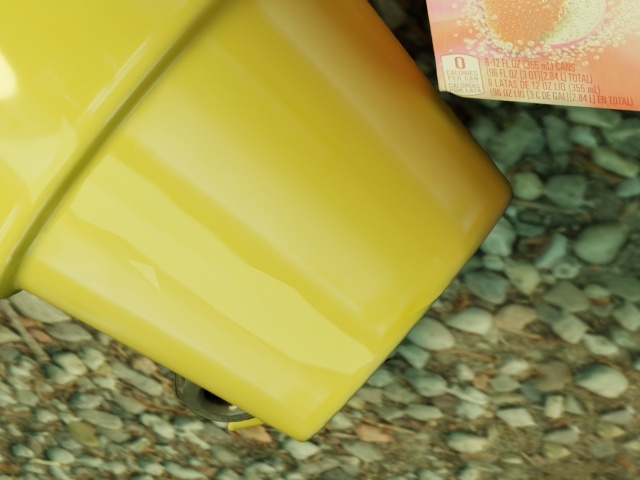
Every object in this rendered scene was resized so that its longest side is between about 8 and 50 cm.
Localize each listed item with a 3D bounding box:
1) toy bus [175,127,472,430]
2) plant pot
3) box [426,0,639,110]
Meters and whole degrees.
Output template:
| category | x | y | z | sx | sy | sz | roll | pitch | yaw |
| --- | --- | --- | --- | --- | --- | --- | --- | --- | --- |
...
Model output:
| category | x | y | z | sx | sy | sz | roll | pitch | yaw |
| --- | --- | --- | --- | --- | --- | --- | --- | --- | --- |
| toy bus | 0.000 | 0.000 | 1.060 | 0.211 | 0.149 | 0.220 | -9 | 138 | 10 |
| plant pot | -0.046 | -0.040 | 0.844 | 0.239 | 0.254 | 0.254 | 40 | 141 | 1 |
| box | 0.203 | -0.150 | 0.757 | 0.300 | 0.154 | 0.142 | 7 | 141 | 18 |
